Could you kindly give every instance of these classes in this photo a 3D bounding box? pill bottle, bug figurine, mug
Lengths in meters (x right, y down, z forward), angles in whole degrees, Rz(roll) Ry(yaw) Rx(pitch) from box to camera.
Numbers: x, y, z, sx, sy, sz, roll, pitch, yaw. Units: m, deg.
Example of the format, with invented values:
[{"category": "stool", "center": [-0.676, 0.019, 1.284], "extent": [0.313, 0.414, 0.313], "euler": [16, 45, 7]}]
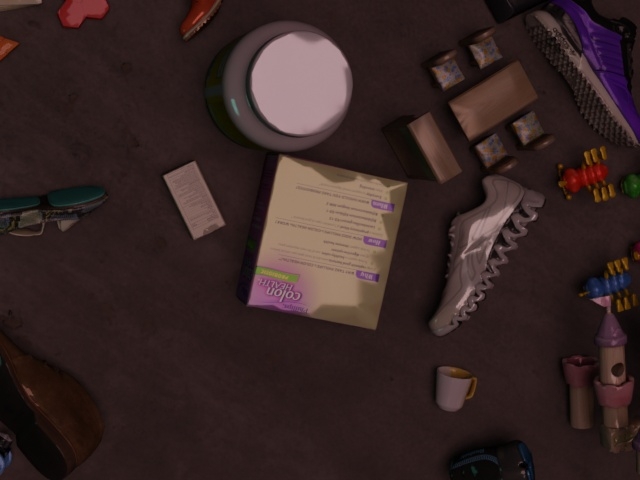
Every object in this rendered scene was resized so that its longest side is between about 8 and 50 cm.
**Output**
[{"category": "pill bottle", "center": [-0.060, -0.223, 1.698], "extent": [0.188, 0.334, 0.187], "euler": [-1, 96, -12]}, {"category": "bug figurine", "center": [0.514, -0.028, 1.979], "extent": [0.216, 0.072, 0.279], "euler": [-13, 94, -16]}, {"category": "mug", "center": [0.228, 0.253, 1.949], "extent": [0.078, 0.062, 0.064], "euler": [8, 101, -7]}]

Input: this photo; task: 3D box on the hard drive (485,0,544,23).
[{"category": "hard drive", "center": [0.315, -0.505, 1.900], "extent": [0.172, 0.054, 0.254], "euler": [-27, 100, -9]}]

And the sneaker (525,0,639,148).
[{"category": "sneaker", "center": [0.482, -0.296, 1.932], "extent": [0.146, 0.102, 0.293], "euler": [-39, 102, -8]}]

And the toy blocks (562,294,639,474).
[{"category": "toy blocks", "center": [0.583, 0.206, 1.893], "extent": [0.289, 0.309, 0.260], "euler": [-6, 103, -12]}]

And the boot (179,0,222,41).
[{"category": "boot", "center": [-0.187, -0.385, 1.801], "extent": [0.085, 0.059, 0.158], "euler": [34, 79, -10]}]

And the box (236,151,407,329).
[{"category": "box", "center": [0.000, 0.000, 1.844], "extent": [0.214, 0.117, 0.242], "euler": [11, 92, -14]}]

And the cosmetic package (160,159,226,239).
[{"category": "cosmetic package", "center": [-0.201, -0.064, 1.831], "extent": [0.060, 0.041, 0.115], "euler": [-25, 100, -10]}]

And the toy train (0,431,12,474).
[{"category": "toy train", "center": [-0.553, 0.359, 1.777], "extent": [0.105, 0.080, 0.184], "euler": [35, 89, -4]}]

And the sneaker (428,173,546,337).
[{"category": "sneaker", "center": [0.252, 0.024, 1.920], "extent": [0.118, 0.110, 0.292], "euler": [32, 88, 5]}]

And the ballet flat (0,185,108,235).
[{"category": "ballet flat", "center": [-0.419, -0.041, 1.782], "extent": [0.188, 0.070, 0.070], "euler": [-7, 97, -10]}]

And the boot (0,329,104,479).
[{"category": "boot", "center": [-0.454, 0.219, 1.787], "extent": [0.305, 0.112, 0.115], "euler": [53, 40, 0]}]

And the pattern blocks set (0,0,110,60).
[{"category": "pattern blocks set", "center": [-0.508, -0.412, 1.739], "extent": [0.325, 0.026, 0.285], "euler": [-20, 99, -10]}]

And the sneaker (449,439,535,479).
[{"category": "sneaker", "center": [0.318, 0.501, 1.980], "extent": [0.140, 0.125, 0.340], "euler": [-11, 102, 16]}]

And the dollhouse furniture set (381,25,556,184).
[{"category": "dollhouse furniture set", "center": [0.241, -0.199, 1.856], "extent": [0.242, 0.161, 0.212], "euler": [-32, 101, -8]}]
